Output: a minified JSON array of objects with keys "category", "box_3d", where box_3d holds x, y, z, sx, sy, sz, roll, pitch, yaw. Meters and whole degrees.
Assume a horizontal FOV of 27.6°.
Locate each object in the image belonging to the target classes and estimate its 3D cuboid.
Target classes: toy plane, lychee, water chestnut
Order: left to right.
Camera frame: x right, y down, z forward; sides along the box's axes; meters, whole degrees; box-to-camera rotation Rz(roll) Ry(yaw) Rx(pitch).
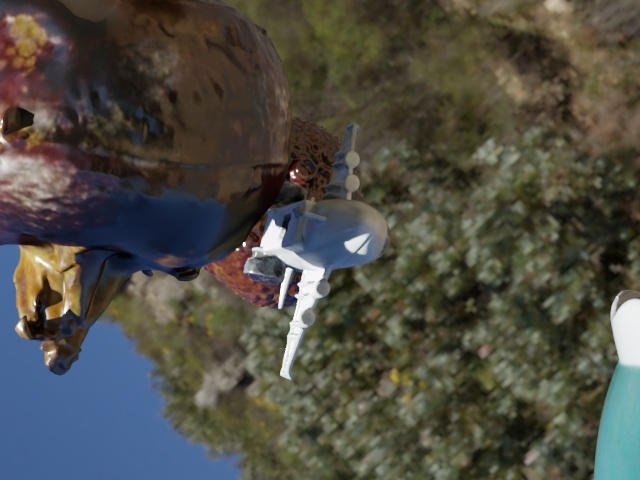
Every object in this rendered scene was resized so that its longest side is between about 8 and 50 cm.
[{"category":"water chestnut","box_3d":[-0.186,-0.064,1.084,0.335,0.335,0.347,-6,-83,-74]},{"category":"lychee","box_3d":[-0.066,-0.042,1.750,0.260,0.260,0.260,43,-167,-13]},{"category":"toy plane","box_3d":[-0.005,-0.001,1.186,0.101,0.251,0.255,17,170,-11]}]

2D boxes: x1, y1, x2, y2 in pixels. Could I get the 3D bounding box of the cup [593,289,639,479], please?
[{"category":"cup","box_3d":[0.180,0.096,0.502,0.167,0.299,0.173,165,94,-68]}]
